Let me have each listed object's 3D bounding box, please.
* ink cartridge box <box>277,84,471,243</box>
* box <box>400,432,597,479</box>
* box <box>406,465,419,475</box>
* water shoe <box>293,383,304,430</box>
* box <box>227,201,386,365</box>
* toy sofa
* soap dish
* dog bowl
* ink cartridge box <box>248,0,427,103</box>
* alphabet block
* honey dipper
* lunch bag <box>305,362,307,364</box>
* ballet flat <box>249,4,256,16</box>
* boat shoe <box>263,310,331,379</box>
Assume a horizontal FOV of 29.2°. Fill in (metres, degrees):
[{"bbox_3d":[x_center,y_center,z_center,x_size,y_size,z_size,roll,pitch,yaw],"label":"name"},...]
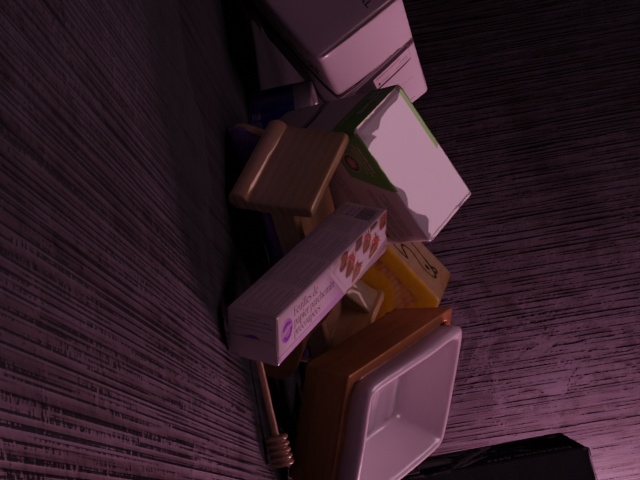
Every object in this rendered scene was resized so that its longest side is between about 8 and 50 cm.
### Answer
[{"bbox_3d":[0.049,-0.098,1.772,0.273,0.115,0.198,-4,-52,54],"label":"ink cartridge box"},{"bbox_3d":[0.297,0.570,2.414,0.472,0.480,0.297,44,35,-84],"label":"box"},{"bbox_3d":[0.124,0.296,2.220,0.175,0.051,0.220,-125,-156,-82],"label":"box"},{"bbox_3d":[0.002,0.282,1.896,0.203,0.073,0.080,-80,162,-76],"label":"water shoe"},{"bbox_3d":[-0.008,0.043,1.477,0.324,0.067,0.063,-44,139,-56],"label":"box"},{"bbox_3d":[-0.037,0.012,1.712,0.362,0.177,0.150,76,31,-47],"label":"toy sofa"},{"bbox_3d":[0.077,0.230,1.719,0.291,0.118,0.228,-26,130,-53],"label":"soap dish"},{"bbox_3d":[-0.041,-0.126,2.036,0.265,0.104,0.264,-10,90,-86],"label":"dog bowl"},{"bbox_3d":[0.010,-0.368,2.015,0.285,0.166,0.395,51,-1,18],"label":"ink cartridge box"},{"bbox_3d":[0.080,0.075,2.037,0.192,0.193,0.197,45,16,-1],"label":"alphabet block"},{"bbox_3d":[-0.065,0.200,1.517,0.030,0.030,0.160,-14,90,-86],"label":"honey dipper"},{"bbox_3d":[0.045,0.302,2.173,0.243,0.115,0.303,-91,172,-76],"label":"lunch bag"},{"bbox_3d":[-0.087,-0.428,2.300,0.250,0.084,0.058,-114,-177,-84],"label":"ballet flat"},{"bbox_3d":[-0.032,0.099,1.614,0.170,0.063,0.059,-60,-159,17],"label":"boat shoe"}]
